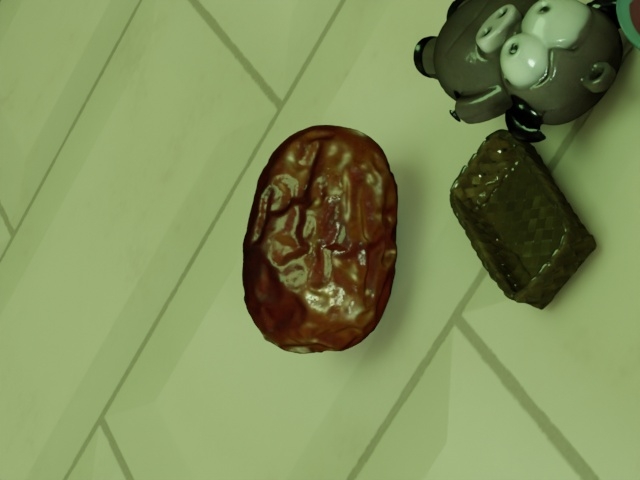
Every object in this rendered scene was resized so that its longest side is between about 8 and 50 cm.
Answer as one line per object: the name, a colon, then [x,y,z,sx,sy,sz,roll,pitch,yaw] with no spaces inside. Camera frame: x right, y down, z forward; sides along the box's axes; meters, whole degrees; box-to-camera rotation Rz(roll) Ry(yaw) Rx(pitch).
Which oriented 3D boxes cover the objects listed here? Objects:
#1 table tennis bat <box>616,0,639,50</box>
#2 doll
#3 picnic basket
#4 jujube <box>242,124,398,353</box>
table tennis bat: [0.327,-0.253,1.581,0.153,0.040,0.244,-46,45,3]
doll: [0.203,-0.188,1.681,0.182,0.117,0.257,-52,29,-8]
picnic basket: [0.199,-0.022,1.659,0.110,0.055,0.193,-54,38,25]
jujube: [0.000,0.000,1.830,0.174,0.174,0.250,-7,70,53]
